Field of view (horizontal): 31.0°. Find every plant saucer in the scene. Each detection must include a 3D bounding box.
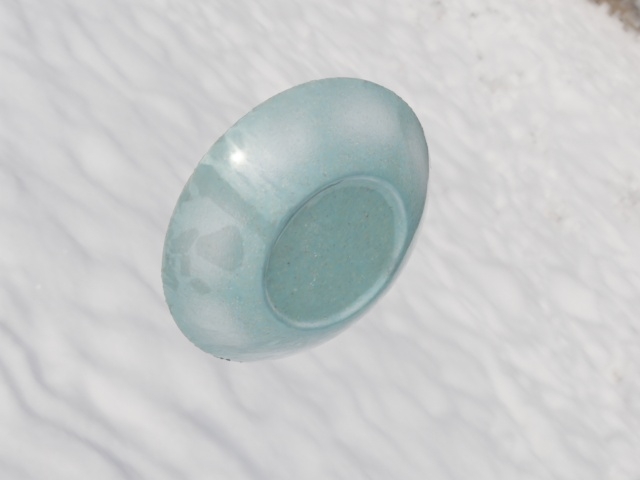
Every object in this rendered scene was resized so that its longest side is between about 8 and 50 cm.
[{"bbox_3d":[0.000,0.000,0.686,0.195,0.195,0.037,29,9,-47],"label":"plant saucer"}]
